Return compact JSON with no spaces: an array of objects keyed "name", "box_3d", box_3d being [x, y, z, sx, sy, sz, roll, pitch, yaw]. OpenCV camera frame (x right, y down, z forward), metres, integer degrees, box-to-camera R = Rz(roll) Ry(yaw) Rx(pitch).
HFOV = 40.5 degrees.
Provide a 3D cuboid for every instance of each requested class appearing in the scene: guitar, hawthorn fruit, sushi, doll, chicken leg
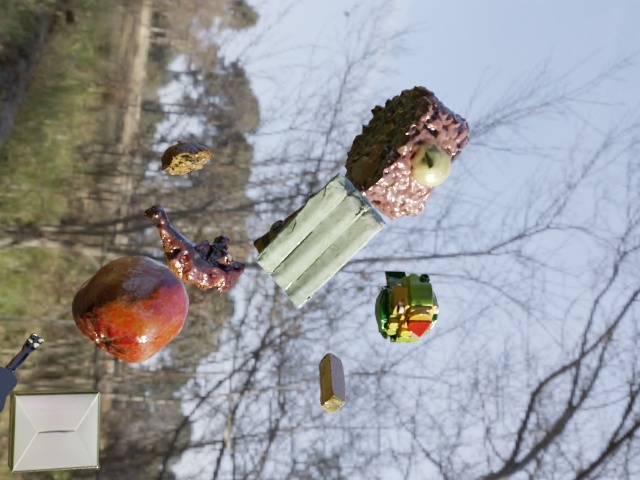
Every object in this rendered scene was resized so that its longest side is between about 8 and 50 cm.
[{"name":"guitar","box_3d":[-0.645,0.270,1.802,0.038,0.084,0.271,-47,-170,30]},{"name":"hawthorn fruit","box_3d":[-0.434,0.136,2.069,0.300,0.254,0.254,-60,178,-39]},{"name":"sushi","box_3d":[-0.258,-0.156,1.668,0.060,0.118,0.061,48,-28,25]},{"name":"doll","box_3d":[0.153,0.111,1.515,0.186,0.106,0.134,141,-48,-78]},{"name":"sushi","box_3d":[0.182,-0.172,1.794,0.270,0.171,0.236,-56,-154,-4]},{"name":"chicken leg","box_3d":[-0.181,0.020,1.242,0.048,0.219,0.089,-5,-110,33]}]

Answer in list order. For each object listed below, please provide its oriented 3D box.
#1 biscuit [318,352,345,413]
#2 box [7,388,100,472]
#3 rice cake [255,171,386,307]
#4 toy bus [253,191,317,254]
[{"name":"biscuit","box_3d":[0.026,0.346,2.110,0.056,0.052,0.188,-45,-161,17]},{"name":"box","box_3d":[-0.627,0.440,2.031,0.148,0.195,0.178,165,-74,-66]},{"name":"rice cake","box_3d":[0.000,0.000,1.347,0.211,0.124,0.038,-40,-176,28]},{"name":"toy bus","box_3d":[-0.027,-0.003,1.744,0.201,0.098,0.114,-36,-150,8]}]
